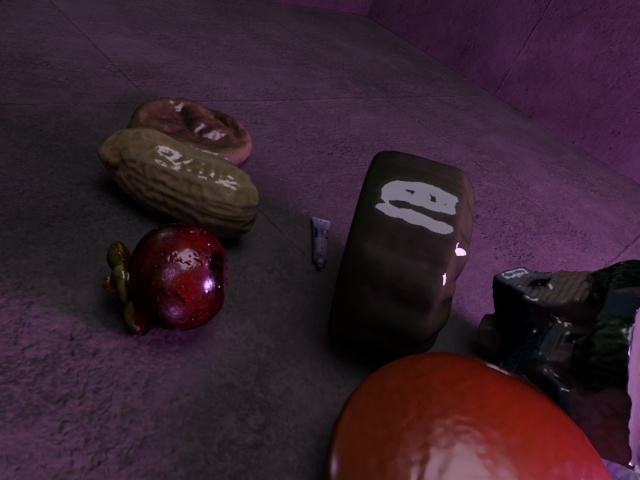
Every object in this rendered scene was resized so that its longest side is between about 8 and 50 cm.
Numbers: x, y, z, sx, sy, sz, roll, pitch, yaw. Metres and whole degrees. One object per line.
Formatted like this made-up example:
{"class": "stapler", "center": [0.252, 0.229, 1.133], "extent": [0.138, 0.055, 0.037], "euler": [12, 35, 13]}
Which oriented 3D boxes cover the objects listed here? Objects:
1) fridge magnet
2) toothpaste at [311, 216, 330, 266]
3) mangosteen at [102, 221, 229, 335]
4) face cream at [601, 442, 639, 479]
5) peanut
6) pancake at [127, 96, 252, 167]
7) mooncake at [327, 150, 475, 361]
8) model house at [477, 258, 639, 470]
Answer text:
{"class": "fridge magnet", "center": [0.181, 0.302, 0.604], "extent": [0.364, 0.155, 0.363], "euler": [7, 46, -7]}
{"class": "toothpaste", "center": [0.000, 0.000, 1.042], "extent": [0.045, 0.028, 0.169], "euler": [12, 34, -7]}
{"class": "mangosteen", "center": [-0.223, 0.055, 0.731], "extent": [0.180, 0.166, 0.166], "euler": [-10, 41, -4]}
{"class": "face cream", "center": [0.435, 0.407, 0.716], "extent": [0.421, 0.137, 0.235], "euler": [-26, 59, -35]}
{"class": "peanut", "center": [-0.259, -0.112, 0.933], "extent": [0.313, 0.152, 0.152], "euler": [22, 34, 2]}
{"class": "pancake", "center": [-0.302, -0.256, 1.182], "extent": [0.295, 0.049, 0.294], "euler": [16, 36, -12]}
{"class": "mooncake", "center": [0.138, 0.018, 0.854], "extent": [0.188, 0.351, 0.351], "euler": [16, 33, 8]}
{"class": "model house", "center": [0.382, 0.178, 0.829], "extent": [0.285, 0.243, 0.298], "euler": [-2, 20, 40]}
